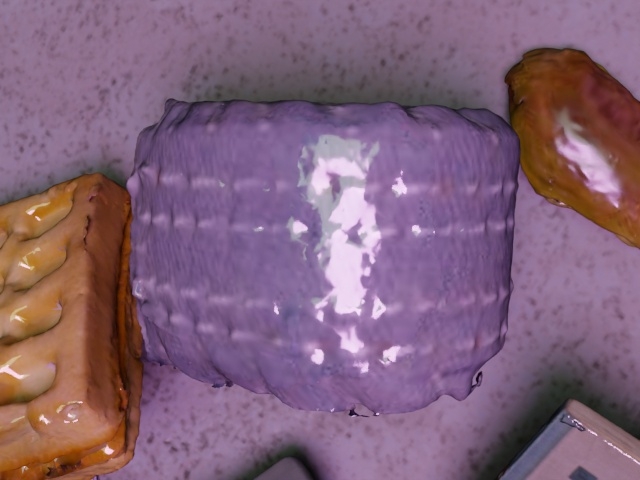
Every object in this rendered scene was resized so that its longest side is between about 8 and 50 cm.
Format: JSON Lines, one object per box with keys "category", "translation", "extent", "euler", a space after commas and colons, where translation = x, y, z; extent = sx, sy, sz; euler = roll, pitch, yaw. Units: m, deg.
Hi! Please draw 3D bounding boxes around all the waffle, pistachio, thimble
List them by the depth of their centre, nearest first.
{"category": "thimble", "translation": [0.000, 0.000, 0.491], "extent": [0.236, 0.205, 0.172], "euler": [6, 95, 11]}
{"category": "pistachio", "translation": [0.184, -0.055, 0.528], "extent": [0.089, 0.049, 0.173], "euler": [-40, 83, 12]}
{"category": "waffle", "translation": [-0.274, 0.095, 0.561], "extent": [0.327, 0.098, 0.224], "euler": [-20, 50, 11]}

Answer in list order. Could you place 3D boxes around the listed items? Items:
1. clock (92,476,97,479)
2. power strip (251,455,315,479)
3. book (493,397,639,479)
{"category": "clock", "translation": [-0.275, 0.201, 0.603], "extent": [0.176, 0.117, 0.080], "euler": [-1, 92, 13]}
{"category": "power strip", "translation": [-0.068, 0.269, 0.559], "extent": [0.215, 0.061, 0.145], "euler": [-33, 117, -8]}
{"category": "book", "translation": [0.168, 0.243, 0.493], "extent": [0.215, 0.025, 0.283], "euler": [32, 127, 11]}
